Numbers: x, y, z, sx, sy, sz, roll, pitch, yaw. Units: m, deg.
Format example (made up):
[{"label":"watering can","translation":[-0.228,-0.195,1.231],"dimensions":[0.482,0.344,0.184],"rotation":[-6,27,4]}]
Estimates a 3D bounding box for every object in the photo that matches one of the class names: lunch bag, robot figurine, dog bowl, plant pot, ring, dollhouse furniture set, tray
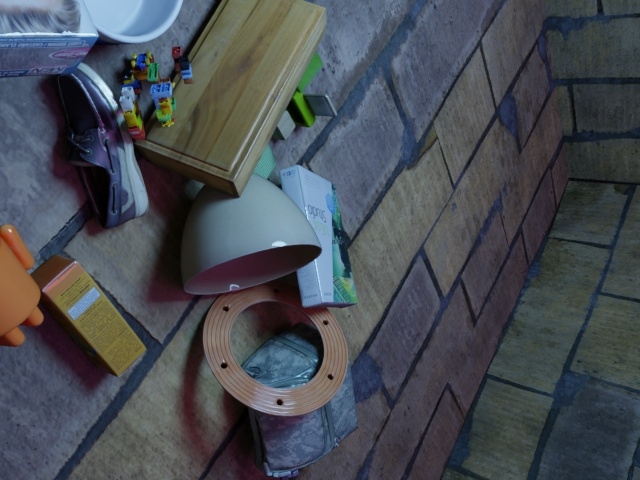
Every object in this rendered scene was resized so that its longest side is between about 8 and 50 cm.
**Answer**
[{"label":"lunch bag","translation":[-0.067,0.395,1.406],"dimensions":[0.256,0.212,0.305],"rotation":[-24,119,-35]},{"label":"robot figurine","translation":[-0.499,0.060,0.830],"dimensions":[0.158,0.128,0.220],"rotation":[-31,125,-16]},{"label":"dog bowl","translation":[-0.344,-0.448,0.908],"dimensions":[0.264,0.104,0.265],"rotation":[-20,114,-55]},{"label":"plant pot","translation":[-0.158,-0.026,1.167],"dimensions":[0.284,0.284,0.191],"rotation":[1,67,-52]},{"label":"ring","translation":[-0.097,0.233,1.282],"dimensions":[0.336,0.336,0.032],"rotation":[-35,163,-42]},{"label":"dollhouse furniture set","translation":[-0.100,-0.238,1.250],"dimensions":[0.302,0.151,0.198],"rotation":[-58,137,-26]},{"label":"tray","translation":[-0.161,-0.305,1.109],"dimensions":[0.076,0.202,0.411],"rotation":[83,30,-70]}]

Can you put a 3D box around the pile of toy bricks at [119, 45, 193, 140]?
[{"label":"pile of toy bricks","translation":[-0.275,-0.245,0.994],"dimensions":[0.212,0.118,0.105],"rotation":[-103,-175,-49]}]

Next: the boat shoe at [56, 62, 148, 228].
[{"label":"boat shoe","translation":[-0.375,-0.149,0.964],"dimensions":[0.092,0.102,0.285],"rotation":[-45,137,-42]}]

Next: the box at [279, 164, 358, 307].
[{"label":"box","translation":[0.000,0.000,1.376],"dimensions":[0.232,0.058,0.322],"rotation":[15,64,-66]}]

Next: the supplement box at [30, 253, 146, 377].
[{"label":"supplement box","translation":[-0.406,0.136,1.008],"dimensions":[0.080,0.078,0.234],"rotation":[-52,134,-31]}]

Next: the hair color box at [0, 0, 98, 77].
[{"label":"hair color box","translation":[-0.435,-0.381,0.712],"dimensions":[0.173,0.105,0.348],"rotation":[-24,90,-47]}]
